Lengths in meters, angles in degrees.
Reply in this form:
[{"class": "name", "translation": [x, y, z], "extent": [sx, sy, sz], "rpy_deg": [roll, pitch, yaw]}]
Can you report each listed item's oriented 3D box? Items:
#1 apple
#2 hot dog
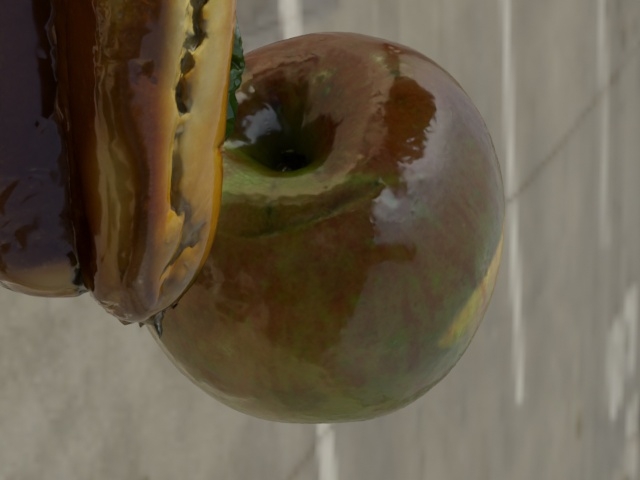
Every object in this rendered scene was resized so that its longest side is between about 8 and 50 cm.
[{"class": "apple", "translation": [0.000, 0.000, 0.892], "extent": [0.196, 0.196, 0.196], "rpy_deg": [2, 90, -74]}, {"class": "hot dog", "translation": [-0.094, -0.113, 0.701], "extent": [0.100, 0.135, 0.337], "rpy_deg": [-52, 145, -57]}]
